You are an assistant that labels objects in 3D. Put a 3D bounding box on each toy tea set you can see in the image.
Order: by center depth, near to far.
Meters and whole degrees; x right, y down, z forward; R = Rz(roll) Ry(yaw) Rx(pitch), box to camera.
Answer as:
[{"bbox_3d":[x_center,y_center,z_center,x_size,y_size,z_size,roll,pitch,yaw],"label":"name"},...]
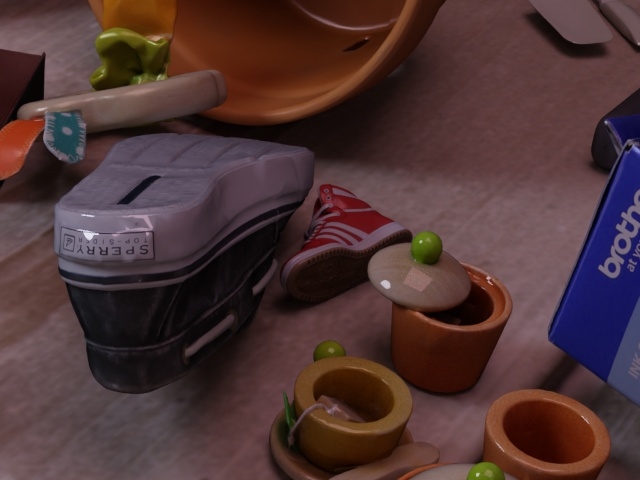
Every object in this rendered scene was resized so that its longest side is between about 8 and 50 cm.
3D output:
[{"bbox_3d":[0.085,0.102,1.013,0.200,0.124,0.336,-6,38,-23],"label":"toy tea set"}]

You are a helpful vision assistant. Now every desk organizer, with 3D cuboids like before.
[{"bbox_3d":[-0.231,-0.084,1.266,0.050,0.047,0.130,10,34,3],"label":"desk organizer"}]

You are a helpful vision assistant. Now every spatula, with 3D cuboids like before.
[{"bbox_3d":[0.236,-0.234,1.638,0.168,0.019,0.242,-6,38,-22],"label":"spatula"}]

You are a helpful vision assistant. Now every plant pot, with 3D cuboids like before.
[{"bbox_3d":[-0.012,-0.241,1.379,0.291,0.291,0.203,25,20,20],"label":"plant pot"}]

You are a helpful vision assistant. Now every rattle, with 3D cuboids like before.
[{"bbox_3d":[-0.156,-0.127,1.234,0.130,0.143,0.199,16,19,36],"label":"rattle"}]

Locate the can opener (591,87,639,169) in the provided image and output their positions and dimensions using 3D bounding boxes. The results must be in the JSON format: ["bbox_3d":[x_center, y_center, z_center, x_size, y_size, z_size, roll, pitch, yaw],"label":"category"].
[{"bbox_3d":[0.309,-0.137,1.449,0.076,0.095,0.283,27,37,23],"label":"can opener"}]

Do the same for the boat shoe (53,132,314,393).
[{"bbox_3d":[-0.086,0.007,1.119,0.121,0.119,0.335,5,13,14],"label":"boat shoe"}]

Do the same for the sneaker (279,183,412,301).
[{"bbox_3d":[0.000,0.000,1.211,0.067,0.042,0.118,38,35,28],"label":"sneaker"}]

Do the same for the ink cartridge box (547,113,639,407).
[{"bbox_3d":[0.329,0.053,1.093,0.270,0.151,0.395,-9,36,-46],"label":"ink cartridge box"}]
